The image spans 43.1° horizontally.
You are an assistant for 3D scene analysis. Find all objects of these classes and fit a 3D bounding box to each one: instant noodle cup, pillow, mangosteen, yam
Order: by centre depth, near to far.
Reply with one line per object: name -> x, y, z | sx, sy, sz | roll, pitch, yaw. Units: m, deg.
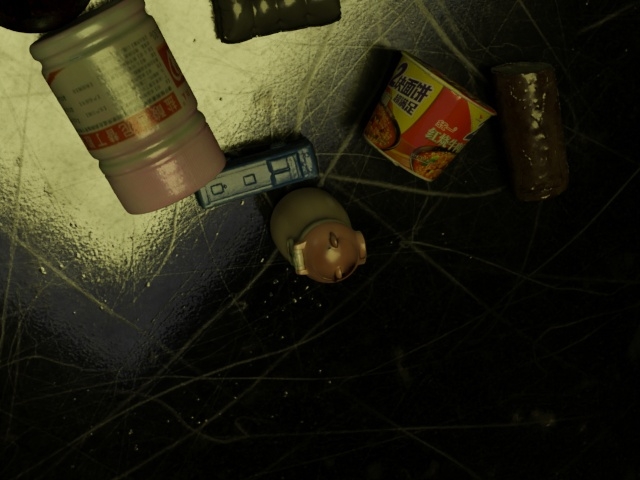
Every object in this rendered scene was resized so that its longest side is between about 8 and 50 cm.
mangosteen -> -0.411, -0.427, 1.249 | 0.289, 0.231, 0.231 | 5, 111, -51
pillow -> -0.088, -0.510, 1.357 | 0.228, 0.101, 0.326 | -13, 110, -7
instant noodle cup -> 0.189, -0.221, 1.488 | 0.213, 0.213, 0.174 | 26, 109, -22
yam -> 0.415, -0.216, 1.587 | 0.131, 0.131, 0.280 | -20, 114, -8

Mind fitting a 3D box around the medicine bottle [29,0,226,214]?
medicine bottle -> -0.311, -0.222, 1.340 | 0.202, 0.202, 0.316 | -29, 114, -4

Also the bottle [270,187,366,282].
bottle -> 0.000, 0.000, 1.485 | 0.147, 0.236, 0.148 | -5, 110, -14

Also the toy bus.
toy bus -> -0.117, -0.120, 1.488 | 0.236, 0.094, 0.079 | -17, 113, -9
